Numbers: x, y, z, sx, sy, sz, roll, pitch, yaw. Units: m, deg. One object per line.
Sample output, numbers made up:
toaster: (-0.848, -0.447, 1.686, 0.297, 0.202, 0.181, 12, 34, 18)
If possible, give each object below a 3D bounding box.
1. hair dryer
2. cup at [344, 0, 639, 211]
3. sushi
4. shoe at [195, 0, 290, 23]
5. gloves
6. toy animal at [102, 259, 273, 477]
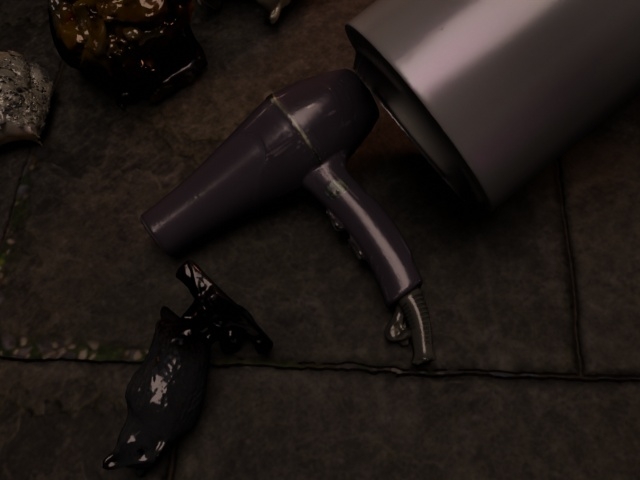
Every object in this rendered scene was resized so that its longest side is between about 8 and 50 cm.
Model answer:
hair dryer: (0.000, 0.000, 0.769, 0.301, 0.121, 0.361, -36, 70, -5)
cup: (0.229, -0.226, 0.727, 0.372, 0.253, 0.253, -38, 64, 5)
sushi: (-0.247, -0.306, 0.884, 0.200, 0.204, 0.213, 41, 77, 17)
shoe: (-0.153, -0.410, 0.976, 0.317, 0.124, 0.159, 28, 81, 10)
gloves: (-0.416, -0.193, 0.910, 0.115, 0.070, 0.153, -14, 60, -3)
toy animal: (-0.164, 0.133, 0.709, 0.117, 0.121, 0.210, 27, 72, 38)
